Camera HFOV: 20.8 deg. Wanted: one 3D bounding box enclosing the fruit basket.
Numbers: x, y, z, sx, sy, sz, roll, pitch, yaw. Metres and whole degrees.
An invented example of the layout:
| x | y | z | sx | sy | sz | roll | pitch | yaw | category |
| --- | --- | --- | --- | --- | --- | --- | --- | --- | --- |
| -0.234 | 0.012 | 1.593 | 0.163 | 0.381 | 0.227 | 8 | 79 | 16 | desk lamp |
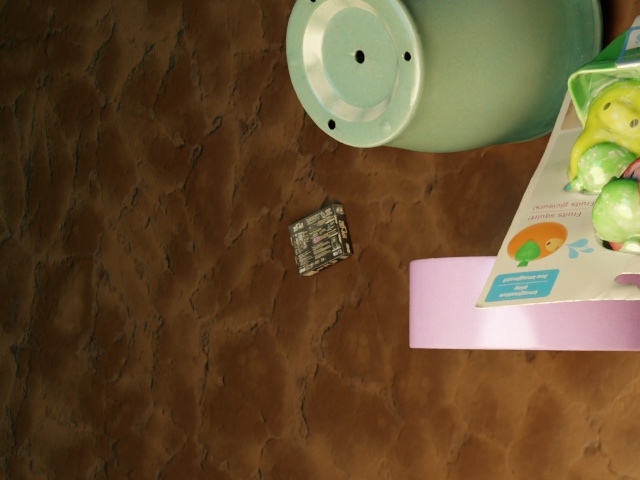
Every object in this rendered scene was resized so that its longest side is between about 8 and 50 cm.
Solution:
| x | y | z | sx | sy | sz | roll | pitch | yaw | category |
| --- | --- | --- | --- | --- | --- | --- | --- | --- | --- |
| 0.327 | -0.072 | 1.541 | 0.327 | 0.353 | 0.165 | -4 | 122 | 31 | fruit basket |

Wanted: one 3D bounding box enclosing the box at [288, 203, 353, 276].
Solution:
| x | y | z | sx | sy | sz | roll | pitch | yaw | category |
| --- | --- | --- | --- | --- | --- | --- | --- | --- | --- |
| 0.000 | 0.000 | 2.141 | 0.083 | 0.018 | 0.067 | -28 | 68 | 41 | box |

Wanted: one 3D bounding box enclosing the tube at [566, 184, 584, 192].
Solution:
| x | y | z | sx | sy | sz | roll | pitch | yaw | category |
| --- | --- | --- | --- | --- | --- | --- | --- | --- | --- |
| 0.310 | -0.120 | 1.818 | 0.207 | 0.052 | 0.080 | -55 | 45 | 35 | tube |

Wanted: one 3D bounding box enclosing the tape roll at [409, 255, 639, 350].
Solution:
| x | y | z | sx | sy | sz | roll | pitch | yaw | category |
| --- | --- | --- | --- | --- | --- | --- | --- | --- | --- |
| 0.225 | 0.064 | 1.725 | 0.275 | 0.275 | 0.090 | -3 | 84 | 45 | tape roll |

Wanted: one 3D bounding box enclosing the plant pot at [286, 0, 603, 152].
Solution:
| x | y | z | sx | sy | sz | roll | pitch | yaw | category |
| --- | --- | --- | --- | --- | --- | --- | --- | --- | --- |
| 0.112 | -0.208 | 1.825 | 0.272 | 0.255 | 0.271 | 17 | 116 | 39 | plant pot |
